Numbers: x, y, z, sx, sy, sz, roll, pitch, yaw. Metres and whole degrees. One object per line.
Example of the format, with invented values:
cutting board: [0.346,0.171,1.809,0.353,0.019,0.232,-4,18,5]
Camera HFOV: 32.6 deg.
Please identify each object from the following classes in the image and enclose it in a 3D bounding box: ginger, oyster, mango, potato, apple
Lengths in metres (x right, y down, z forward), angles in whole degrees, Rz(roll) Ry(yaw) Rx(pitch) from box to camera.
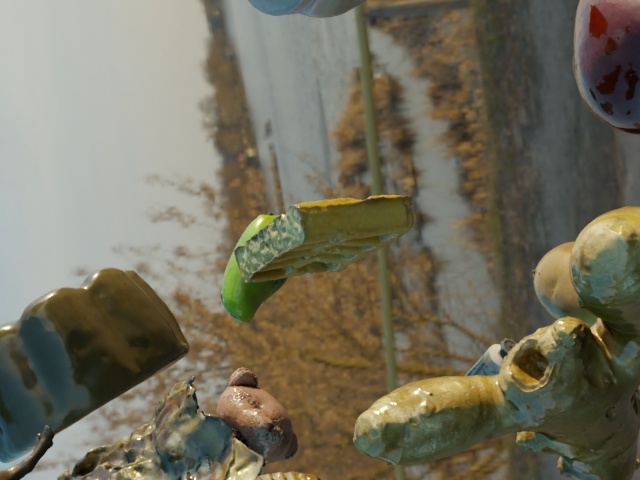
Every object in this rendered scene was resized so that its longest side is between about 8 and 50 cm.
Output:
ginger: [0.261,0.125,1.064,0.363,0.348,0.122,-51,44,20]
oyster: [-0.217,0.294,1.209,0.107,0.354,0.201,14,-135,-48]
mango: [-0.122,0.058,2.172,0.111,0.125,0.233,132,158,-68]
potato: [0.444,0.077,1.829,0.234,0.146,0.150,-148,76,-75]
apple: [0.440,-0.250,1.460,0.234,0.233,0.234,171,90,-87]

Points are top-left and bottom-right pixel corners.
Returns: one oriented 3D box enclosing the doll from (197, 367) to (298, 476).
doll: [-0.158,0.384,1.989,0.201,0.303,0.156,53,138,-9]

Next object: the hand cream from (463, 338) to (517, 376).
hand cream: [0.209,0.202,1.500,0.194,0.042,0.067,-55,30,39]

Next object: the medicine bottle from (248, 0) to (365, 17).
medicine bottle: [-0.005,-0.422,1.640,0.124,0.179,0.324,-58,-6,30]

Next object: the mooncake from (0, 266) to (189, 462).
mooncake: [-0.421,0.200,1.844,0.201,0.378,0.378,59,175,2]

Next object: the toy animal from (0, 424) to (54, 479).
toy animal: [-0.345,0.250,1.089,0.214,0.186,0.093,61,151,2]

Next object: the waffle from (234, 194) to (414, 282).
waffle: [0.000,0.000,1.505,0.274,0.167,0.057,147,115,-62]

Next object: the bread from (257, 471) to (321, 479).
bread: [-0.071,0.391,1.269,0.227,0.253,0.142,44,-176,-37]
